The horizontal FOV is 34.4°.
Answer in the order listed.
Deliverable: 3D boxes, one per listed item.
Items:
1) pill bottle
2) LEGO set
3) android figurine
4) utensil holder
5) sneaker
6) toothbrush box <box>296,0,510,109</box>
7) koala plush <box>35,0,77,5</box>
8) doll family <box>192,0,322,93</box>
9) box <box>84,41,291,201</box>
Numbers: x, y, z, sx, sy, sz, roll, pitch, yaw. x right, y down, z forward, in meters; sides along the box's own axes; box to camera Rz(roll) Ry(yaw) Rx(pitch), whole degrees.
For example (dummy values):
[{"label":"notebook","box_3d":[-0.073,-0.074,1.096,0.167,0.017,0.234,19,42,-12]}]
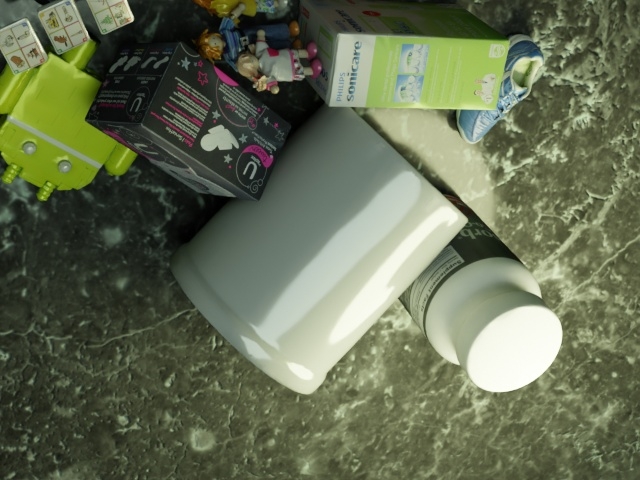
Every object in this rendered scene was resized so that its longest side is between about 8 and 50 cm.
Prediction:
[{"label":"pill bottle","box_3d":[0.252,0.087,1.791,0.210,0.363,0.210,-10,123,-16]},{"label":"LEGO set","box_3d":[-0.365,-0.348,1.330,0.182,0.060,0.244,-27,143,-8]},{"label":"android figurine","box_3d":[-0.395,-0.187,1.612,0.248,0.056,0.273,31,102,-30]},{"label":"utensil holder","box_3d":[0.000,0.000,1.691,0.385,0.327,0.327,-47,121,7]},{"label":"sneaker","box_3d":[0.309,-0.258,1.796,0.080,0.081,0.211,20,111,-29]},{"label":"toothbrush box","box_3d":[0.122,-0.297,1.637,0.283,0.206,0.122,-2,118,-17]},{"label":"koala plush","box_3d":[-0.379,-0.407,1.423,0.221,0.196,0.203,24,97,-24]},{"label":"doll family","box_3d":[-0.114,-0.327,1.565,0.163,0.118,0.263,-8,78,-31]},{"label":"box","box_3d":[-0.199,-0.176,1.569,0.247,0.163,0.142,35,73,-41]}]
